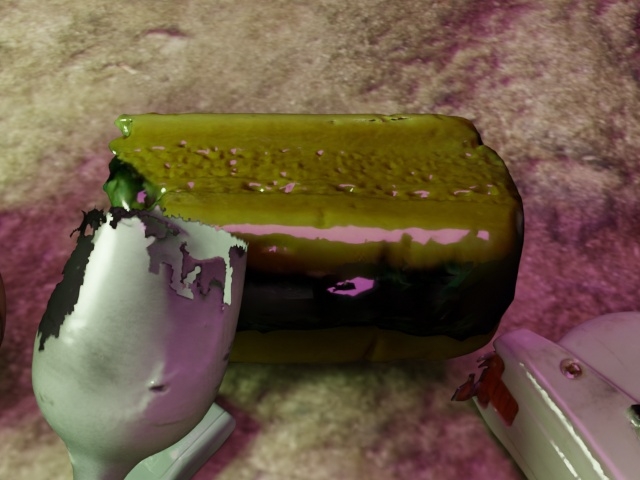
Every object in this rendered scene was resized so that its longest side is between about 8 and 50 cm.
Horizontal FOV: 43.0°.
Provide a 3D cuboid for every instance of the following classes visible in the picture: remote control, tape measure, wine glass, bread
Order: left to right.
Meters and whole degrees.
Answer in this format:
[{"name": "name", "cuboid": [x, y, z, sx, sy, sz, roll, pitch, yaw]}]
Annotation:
[{"name": "wine glass", "cuboid": [-0.143, 0.135, 0.573, 0.143, 0.321, 0.143, 13, 2, -1]}, {"name": "remote control", "cuboid": [-0.147, 0.196, 0.705, 0.061, 0.029, 0.162, 30, 51, 21]}, {"name": "bread", "cuboid": [0.000, 0.000, 0.761, 0.377, 0.208, 0.251, -3, 45, -5]}, {"name": "tape measure", "cuboid": [0.295, 0.179, 0.716, 0.265, 0.130, 0.258, -15, 49, -21]}]

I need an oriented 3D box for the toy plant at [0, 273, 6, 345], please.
[{"name": "toy plant", "cuboid": [-0.399, -0.027, 0.737, 0.317, 0.211, 0.356, -46, 45, 7]}]
